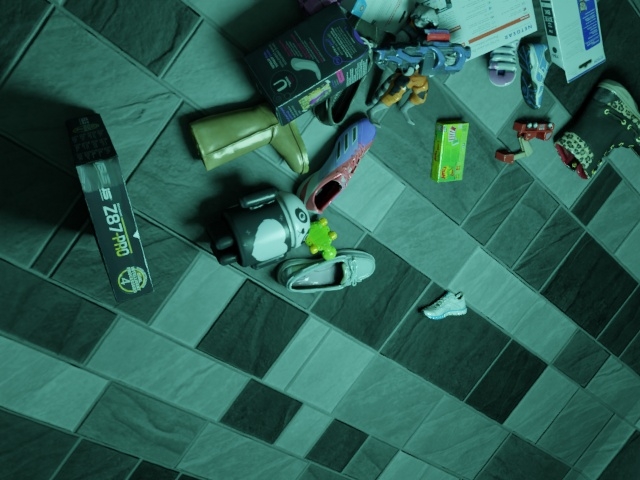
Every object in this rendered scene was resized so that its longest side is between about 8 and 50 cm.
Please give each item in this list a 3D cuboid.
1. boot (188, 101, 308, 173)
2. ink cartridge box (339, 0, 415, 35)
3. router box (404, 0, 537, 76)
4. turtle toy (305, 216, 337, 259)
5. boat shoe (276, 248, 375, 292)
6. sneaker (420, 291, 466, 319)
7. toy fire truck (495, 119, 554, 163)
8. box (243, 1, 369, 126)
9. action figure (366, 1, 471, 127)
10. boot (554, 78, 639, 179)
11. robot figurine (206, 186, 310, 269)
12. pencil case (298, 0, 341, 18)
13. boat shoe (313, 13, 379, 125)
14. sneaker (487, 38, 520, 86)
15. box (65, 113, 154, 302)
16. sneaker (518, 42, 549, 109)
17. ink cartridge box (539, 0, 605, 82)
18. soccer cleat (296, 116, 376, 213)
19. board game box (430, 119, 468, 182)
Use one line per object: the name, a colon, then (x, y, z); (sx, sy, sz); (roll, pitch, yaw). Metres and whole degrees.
boot: (-0.186, -0.246, 1.797); (0.269, 0.089, 0.236); (-24, 107, -16)
ink cartridge box: (0.147, -0.607, 1.730); (0.180, 0.060, 0.104); (11, 115, -44)
router box: (0.398, -0.657, 1.852); (0.335, 0.082, 0.301); (-23, 121, 1)
turtle toy: (0.000, 0.000, 1.991); (0.095, 0.066, 0.130); (-35, 88, -8)
boat shoe: (0.030, 0.102, 2.039); (0.320, 0.103, 0.118); (-4, 113, -24)
sneaker: (0.420, 0.216, 2.310); (0.190, 0.071, 0.083); (-9, 109, -32)
toy fire truck: (0.667, -0.322, 2.198); (0.191, 0.047, 0.135); (-5, 114, -25)
box: (-0.032, -0.439, 1.695); (0.270, 0.143, 0.165); (-31, 81, -3)
action figure: (0.211, -0.466, 1.785); (0.341, 0.178, 0.330); (-3, 128, -40)
boot: (0.978, -0.324, 2.294); (0.284, 0.138, 0.377); (-48, 120, -1)
robot figurine: (-0.164, -0.029, 1.844); (0.278, 0.209, 0.174); (-20, 81, -17)
pencil case: (0.040, -0.638, 1.732); (0.209, 0.098, 0.095); (-37, 83, -6)
boat shoe: (0.086, -0.463, 1.823); (0.112, 0.095, 0.335); (17, 104, -31)
sneaker: (0.546, -0.566, 2.014); (0.095, 0.104, 0.237); (9, 89, 13)
box: (-0.486, -0.087, 1.533); (0.097, 0.395, 0.319); (-18, 117, -16)
sneaker: (0.673, -0.509, 2.098); (0.081, 0.080, 0.211); (-20, 120, -14)
ink cartridge box: (0.777, -0.674, 2.087); (0.165, 0.065, 0.333); (-30, 120, -12)
soccer cleat: (0.062, -0.207, 1.911); (0.318, 0.116, 0.108); (-50, 123, 1)
board game box: (0.399, -0.276, 2.089); (0.092, 0.043, 0.182); (-8, 114, -22)
